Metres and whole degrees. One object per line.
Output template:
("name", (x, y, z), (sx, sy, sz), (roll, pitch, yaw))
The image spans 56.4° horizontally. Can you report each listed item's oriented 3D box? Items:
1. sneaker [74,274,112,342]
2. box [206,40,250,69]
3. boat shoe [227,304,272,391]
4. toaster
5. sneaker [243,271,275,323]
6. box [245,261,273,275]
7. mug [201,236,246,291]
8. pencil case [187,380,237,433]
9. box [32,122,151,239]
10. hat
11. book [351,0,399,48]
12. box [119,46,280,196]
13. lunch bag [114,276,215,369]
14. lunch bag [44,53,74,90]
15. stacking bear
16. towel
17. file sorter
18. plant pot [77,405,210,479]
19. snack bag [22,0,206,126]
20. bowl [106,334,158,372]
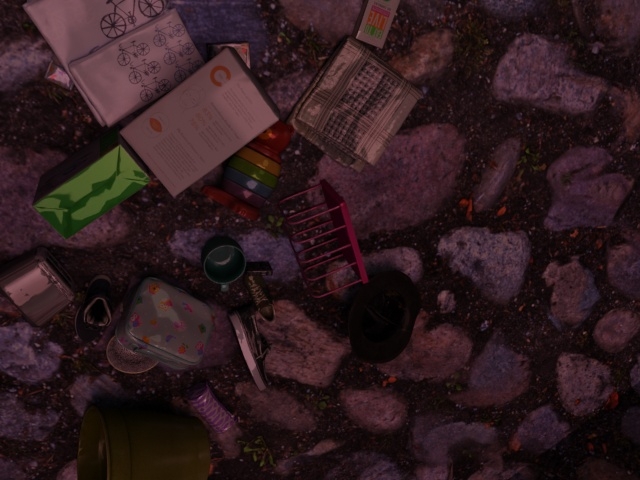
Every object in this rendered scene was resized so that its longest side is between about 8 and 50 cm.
("sneaker", (-0.666, 0.234, 1.744), (0.086, 0.163, 0.226), (11, 112, -25))
("box", (-0.248, -0.437, 1.642), (0.114, 0.036, 0.206), (-8, 117, -16))
("boat shoe", (-0.216, 0.358, 1.995), (0.105, 0.113, 0.306), (-22, 104, -16))
("toaster", (-0.793, 0.120, 1.665), (0.146, 0.129, 0.227), (-33, 119, -7))
("sneaker", (-0.189, 0.187, 1.933), (0.064, 0.086, 0.192), (-24, 120, -7))
("box", (-0.198, 0.089, 1.894), (0.083, 0.067, 0.018), (0, 115, -20))
("mug", (-0.307, 0.064, 1.826), (0.130, 0.097, 0.157), (29, 103, -29))
("pencil case", (-0.373, 0.578, 2.054), (0.088, 0.086, 0.206), (-26, 121, 9))
("box", (-0.585, -0.158, 1.543), (0.262, 0.231, 0.126), (-35, 121, -1))
("hat", (0.190, 0.251, 2.073), (0.332, 0.134, 0.331), (-8, 105, -32))
("book", (0.159, -0.633, 1.699), (0.096, 0.035, 0.144), (11, 108, -27))
("box", (-0.304, -0.311, 1.555), (0.345, 0.168, 0.215), (-34, 107, 9))
("lunch bag", (-0.469, 0.254, 1.791), (0.279, 0.224, 0.108), (32, 145, -29))
("lunch bag", (-0.644, -0.430, 1.497), (0.071, 0.053, 0.083), (24, 95, -29))
("stacking bear", (-0.183, -0.218, 1.705), (0.288, 0.175, 0.164), (-62, 159, 3))
("towel", (0.103, -0.388, 1.774), (0.312, 0.056, 0.324), (29, 105, -29))
("file sorter", (0.000, 0.000, 1.845), (0.182, 0.202, 0.290), (-22, 120, -7))
("plant pot", (-0.560, 0.707, 1.929), (0.353, 0.366, 0.366), (5, 113, -35))
("snack bag", (-0.498, -0.506, 1.492), (0.323, 0.037, 0.342), (-34, 122, -13))
("bowl", (-0.579, 0.322, 1.863), (0.170, 0.080, 0.170), (-8, 117, -17))
